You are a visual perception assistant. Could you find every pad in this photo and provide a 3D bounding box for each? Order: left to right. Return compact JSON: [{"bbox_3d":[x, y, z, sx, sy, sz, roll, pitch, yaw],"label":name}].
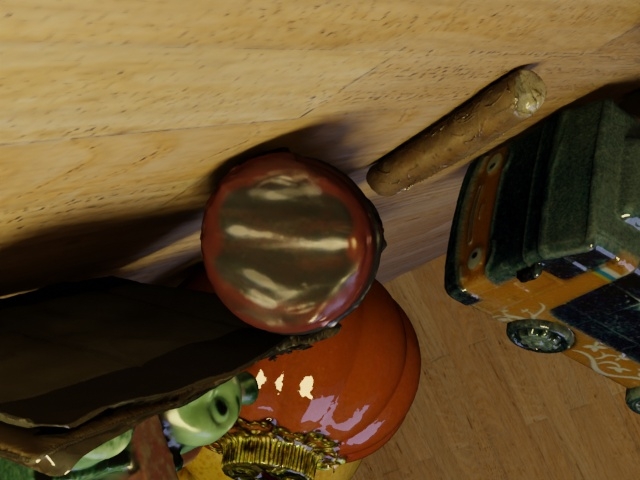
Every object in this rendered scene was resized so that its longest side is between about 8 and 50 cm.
[{"bbox_3d":[-0.115,0.051,0.491,0.174,0.022,0.233,9,-168,28],"label":"pad"}]

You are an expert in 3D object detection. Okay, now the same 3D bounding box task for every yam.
[{"bbox_3d":[0.082,-0.063,0.618,0.032,0.032,0.145,-20,174,-39],"label":"yam"}]

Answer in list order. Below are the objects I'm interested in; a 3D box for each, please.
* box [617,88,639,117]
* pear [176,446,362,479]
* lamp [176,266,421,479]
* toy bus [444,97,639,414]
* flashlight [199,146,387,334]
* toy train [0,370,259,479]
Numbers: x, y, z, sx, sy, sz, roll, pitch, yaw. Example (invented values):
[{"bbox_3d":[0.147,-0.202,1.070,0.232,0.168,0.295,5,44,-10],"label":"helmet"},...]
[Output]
[{"bbox_3d":[0.385,-0.107,0.895,0.090,0.144,0.201,-24,174,-35],"label":"box"},{"bbox_3d":[-0.090,0.234,1.300,0.314,0.314,0.314,-24,174,-3],"label":"pear"},{"bbox_3d":[-0.029,0.098,0.804,0.223,0.196,0.223,6,151,3],"label":"lamp"},{"bbox_3d":[0.288,0.031,0.864,0.323,0.162,0.194,28,150,-21],"label":"toy bus"},{"bbox_3d":[0.000,0.000,0.568,0.093,0.093,0.232,-25,177,9],"label":"flashlight"},{"bbox_3d":[-0.180,0.139,0.655,0.221,0.150,0.304,-6,164,-46],"label":"toy train"}]
